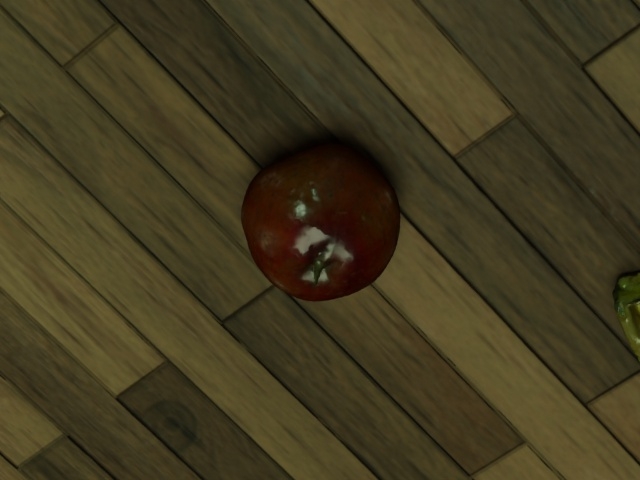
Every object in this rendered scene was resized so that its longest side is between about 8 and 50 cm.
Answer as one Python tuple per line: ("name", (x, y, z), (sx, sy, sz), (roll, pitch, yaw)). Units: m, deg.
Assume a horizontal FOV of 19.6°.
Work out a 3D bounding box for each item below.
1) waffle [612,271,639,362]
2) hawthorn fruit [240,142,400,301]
("waffle", (0.340, 0.105, 1.493), (0.160, 0.055, 0.211), (-16, 118, 14))
("hawthorn fruit", (-0.001, -0.004, 1.432), (0.125, 0.140, 0.125), (3, 154, 2))
